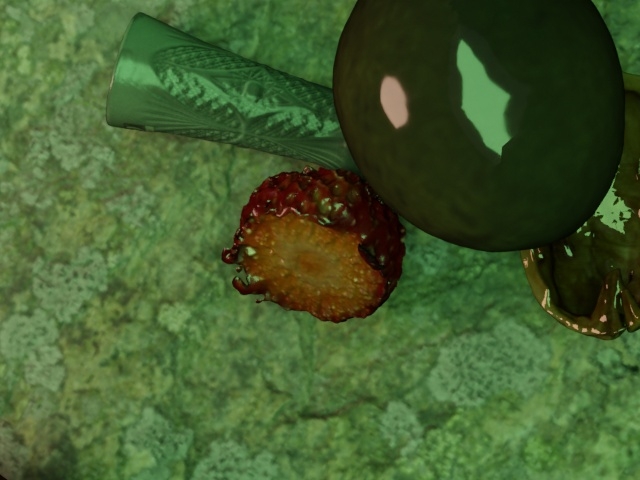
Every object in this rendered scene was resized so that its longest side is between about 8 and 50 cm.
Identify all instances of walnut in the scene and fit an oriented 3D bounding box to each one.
[{"bbox_3d":[0.248,-0.024,1.306,0.167,0.087,0.211,0,83,36],"label":"walnut"}]

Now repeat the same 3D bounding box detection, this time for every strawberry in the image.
[{"bbox_3d":[0.000,0.000,1.325,0.145,0.145,0.086,14,56,5],"label":"strawberry"}]

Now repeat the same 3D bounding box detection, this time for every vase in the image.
[{"bbox_3d":[-0.056,-0.110,1.341,0.219,0.096,0.096,16,94,2],"label":"vase"}]

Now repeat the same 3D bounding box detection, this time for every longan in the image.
[{"bbox_3d":[0.118,-0.111,1.218,0.215,0.246,0.246,-7,92,21],"label":"longan"}]

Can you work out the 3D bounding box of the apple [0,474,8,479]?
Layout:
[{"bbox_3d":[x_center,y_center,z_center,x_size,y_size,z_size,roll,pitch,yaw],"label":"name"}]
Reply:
[{"bbox_3d":[-0.349,0.327,1.273,0.339,0.339,0.340,0,92,6],"label":"apple"}]
